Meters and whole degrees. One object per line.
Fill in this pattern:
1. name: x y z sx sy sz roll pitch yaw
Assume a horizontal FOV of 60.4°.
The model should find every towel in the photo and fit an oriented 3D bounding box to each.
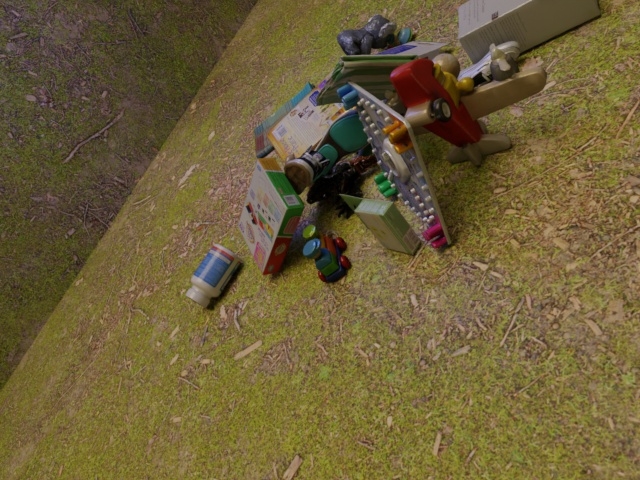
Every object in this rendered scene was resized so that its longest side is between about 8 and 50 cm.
1. towel: 0.134 -0.468 1.619 0.325 0.247 0.038 156 107 -76
2. towel: -0.162 -0.553 2.520 0.370 0.040 0.271 -36 36 18

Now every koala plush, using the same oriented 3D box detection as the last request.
1. koala plush: 0.201 -0.822 2.237 0.221 0.203 0.196 -40 36 11

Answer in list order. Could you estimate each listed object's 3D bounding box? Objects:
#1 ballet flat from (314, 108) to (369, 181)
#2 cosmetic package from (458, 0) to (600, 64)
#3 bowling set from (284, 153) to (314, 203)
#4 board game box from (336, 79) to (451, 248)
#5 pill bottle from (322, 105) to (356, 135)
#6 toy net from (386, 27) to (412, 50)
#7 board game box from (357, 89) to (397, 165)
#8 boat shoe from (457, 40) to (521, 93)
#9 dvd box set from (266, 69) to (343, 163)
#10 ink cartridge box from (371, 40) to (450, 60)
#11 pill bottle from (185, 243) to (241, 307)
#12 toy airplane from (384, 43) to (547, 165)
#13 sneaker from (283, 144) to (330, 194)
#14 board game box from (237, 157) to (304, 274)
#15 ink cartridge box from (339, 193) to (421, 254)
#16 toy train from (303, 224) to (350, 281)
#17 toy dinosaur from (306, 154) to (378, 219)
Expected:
1. ballet flat: 0.078 -0.352 1.916 0.400 0.139 0.139 -39 31 46
2. cosmetic package: 0.633 -0.713 1.698 0.385 0.156 0.217 -23 40 34
3. bowling set: -0.168 -0.166 2.048 0.199 0.154 0.287 -6 52 45
4. board game box: 0.192 -0.208 1.487 0.050 0.390 0.390 -30 35 -2
5. pill bottle: 0.111 -0.444 2.044 0.215 0.117 0.117 -45 35 6
6. toy net: 0.299 -0.835 2.290 0.232 0.045 0.122 53 129 58
7. board game box: 0.190 -0.401 1.879 0.136 0.030 0.260 50 129 53
8. boat shoe: 0.526 -0.528 1.720 0.226 0.083 0.076 -29 49 45
9. dvd box set: -0.013 -0.491 2.245 0.420 0.062 0.308 -43 42 9
10. ink cartridge box: 0.276 -0.631 1.935 0.371 0.069 0.175 -31 37 -31
11. pill bottle: -0.403 0.134 2.042 0.124 0.124 0.221 13 66 52
12. toy airplane: 0.356 -0.370 1.485 0.386 0.384 0.273 2 74 -1
13. sneaker: -0.037 -0.248 1.785 0.153 0.099 0.282 -48 2 -11
14. board game box: -0.175 -0.078 1.836 0.242 0.064 0.317 59 142 32
15. ink cartridge box: 0.155 -0.049 1.564 0.235 0.171 0.056 13 61 52
16. toy train: 0.000 0.000 1.712 0.105 0.143 0.248 -34 37 20
17. toy dinosaur: 0.074 -0.212 1.847 0.322 0.164 0.218 -53 11 33
